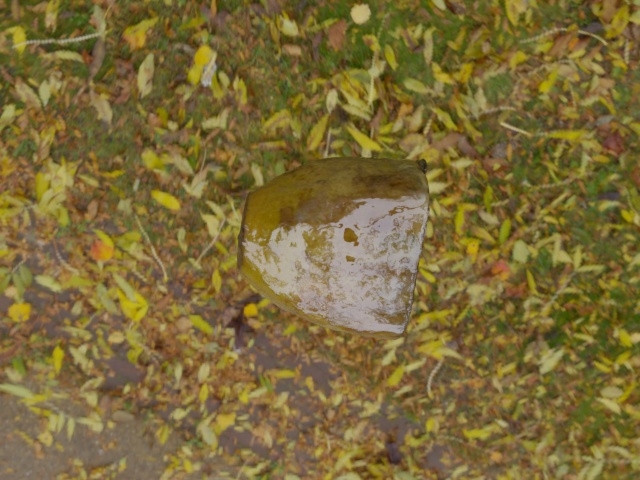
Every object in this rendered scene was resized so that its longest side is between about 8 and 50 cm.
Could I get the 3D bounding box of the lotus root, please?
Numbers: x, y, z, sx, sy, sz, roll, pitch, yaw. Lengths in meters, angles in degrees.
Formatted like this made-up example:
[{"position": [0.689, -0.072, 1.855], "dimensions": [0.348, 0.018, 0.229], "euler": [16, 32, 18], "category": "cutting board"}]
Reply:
[{"position": [0.000, -0.001, 0.784], "dimensions": [0.180, 0.199, 0.188], "euler": [7, 90, -11], "category": "lotus root"}]
